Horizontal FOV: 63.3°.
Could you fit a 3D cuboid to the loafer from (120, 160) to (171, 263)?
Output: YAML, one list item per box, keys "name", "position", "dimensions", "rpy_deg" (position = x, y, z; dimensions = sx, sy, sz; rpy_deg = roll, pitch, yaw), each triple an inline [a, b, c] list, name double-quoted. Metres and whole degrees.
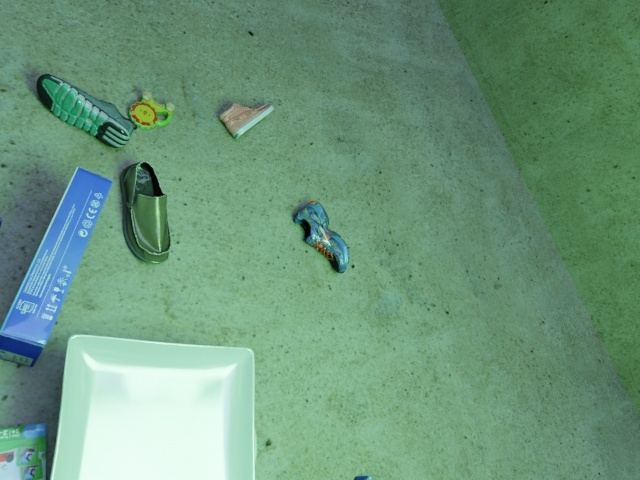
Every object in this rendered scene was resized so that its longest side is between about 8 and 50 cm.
- name: "loafer"
  position: [-0.393, -0.069, 1.168]
  dimensions: [0.094, 0.087, 0.251]
  rpy_deg: [-9, 73, -39]

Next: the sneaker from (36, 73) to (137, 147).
- name: "sneaker"
  position: [-0.539, -0.306, 1.206]
  dimensions: [0.224, 0.083, 0.098]
  rpy_deg: [38, 29, -21]

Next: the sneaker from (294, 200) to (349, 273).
- name: "sneaker"
  position: [0.000, 0.000, 1.445]
  dimensions: [0.087, 0.083, 0.221]
  rpy_deg: [-28, 80, -29]

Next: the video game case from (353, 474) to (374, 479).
- name: "video game case"
  position: [0.112, 0.719, 1.156]
  dimensions: [0.244, 0.061, 0.269]
  rpy_deg: [49, 48, -7]

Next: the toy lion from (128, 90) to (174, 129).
- name: "toy lion"
  position: [-0.430, -0.320, 1.312]
  dimensions: [0.100, 0.034, 0.096]
  rpy_deg: [22, 63, -27]

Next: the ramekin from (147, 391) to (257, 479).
- name: "ramekin"
  position: [-0.246, 0.406, 1.005]
  dimensions: [0.273, 0.127, 0.272]
  rpy_deg: [17, 59, -30]

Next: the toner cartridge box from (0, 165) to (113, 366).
- name: "toner cartridge box"
  position: [-0.500, 0.046, 0.978]
  dimensions: [0.075, 0.165, 0.347]
  rpy_deg: [25, 54, -25]

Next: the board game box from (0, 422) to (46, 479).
- name: "board game box"
  position: [-0.535, 0.418, 0.842]
  dimensions: [0.160, 0.039, 0.211]
  rpy_deg: [4, 66, -35]

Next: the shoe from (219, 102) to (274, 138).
- name: "shoe"
  position: [-0.208, -0.363, 1.474]
  dimensions: [0.081, 0.063, 0.178]
  rpy_deg: [51, 52, -11]

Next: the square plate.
- name: "square plate"
  position: [-0.275, 0.348, 0.895]
  dimensions: [0.344, 0.049, 0.347]
  rpy_deg: [12, 61, -30]
